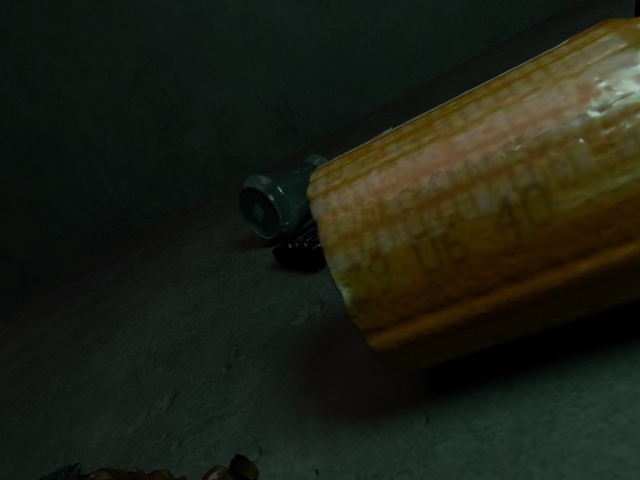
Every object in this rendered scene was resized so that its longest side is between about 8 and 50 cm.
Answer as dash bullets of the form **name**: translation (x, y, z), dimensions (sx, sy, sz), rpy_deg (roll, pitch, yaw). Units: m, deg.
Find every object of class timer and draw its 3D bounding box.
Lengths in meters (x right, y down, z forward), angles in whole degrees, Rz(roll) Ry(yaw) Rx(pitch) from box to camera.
- **timer**: translation (0.000, 0.000, 0.926), dimensions (0.144, 0.055, 0.187), rpy_deg (-35, 14, -25)

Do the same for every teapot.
- **teapot**: translation (-0.077, -0.103, 1.184), dimensions (0.225, 0.171, 0.203), rpy_deg (-34, -13, -39)

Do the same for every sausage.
- **sausage**: translation (0.166, -0.027, 0.439), dimensions (0.287, 0.233, 0.233), rpy_deg (-24, 18, 18)

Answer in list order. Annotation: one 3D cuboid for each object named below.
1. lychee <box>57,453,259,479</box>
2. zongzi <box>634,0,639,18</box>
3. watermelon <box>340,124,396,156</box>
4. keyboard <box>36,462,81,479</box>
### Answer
- **lychee**: translation (-0.115, 0.220, 0.263), dimensions (0.238, 0.200, 0.200), rpy_deg (-47, 20, -7)
- **zongzi**: translation (0.337, -0.154, 0.478), dimensions (0.138, 0.286, 0.300), rpy_deg (-56, 20, -2)
- **watermelon**: translation (0.105, -0.135, 0.948), dimensions (0.145, 0.137, 0.193), rpy_deg (-20, -8, 40)
- **keyboard**: translation (-0.419, 0.359, 0.613), dimensions (0.230, 0.025, 0.093), rpy_deg (-27, 15, 6)
